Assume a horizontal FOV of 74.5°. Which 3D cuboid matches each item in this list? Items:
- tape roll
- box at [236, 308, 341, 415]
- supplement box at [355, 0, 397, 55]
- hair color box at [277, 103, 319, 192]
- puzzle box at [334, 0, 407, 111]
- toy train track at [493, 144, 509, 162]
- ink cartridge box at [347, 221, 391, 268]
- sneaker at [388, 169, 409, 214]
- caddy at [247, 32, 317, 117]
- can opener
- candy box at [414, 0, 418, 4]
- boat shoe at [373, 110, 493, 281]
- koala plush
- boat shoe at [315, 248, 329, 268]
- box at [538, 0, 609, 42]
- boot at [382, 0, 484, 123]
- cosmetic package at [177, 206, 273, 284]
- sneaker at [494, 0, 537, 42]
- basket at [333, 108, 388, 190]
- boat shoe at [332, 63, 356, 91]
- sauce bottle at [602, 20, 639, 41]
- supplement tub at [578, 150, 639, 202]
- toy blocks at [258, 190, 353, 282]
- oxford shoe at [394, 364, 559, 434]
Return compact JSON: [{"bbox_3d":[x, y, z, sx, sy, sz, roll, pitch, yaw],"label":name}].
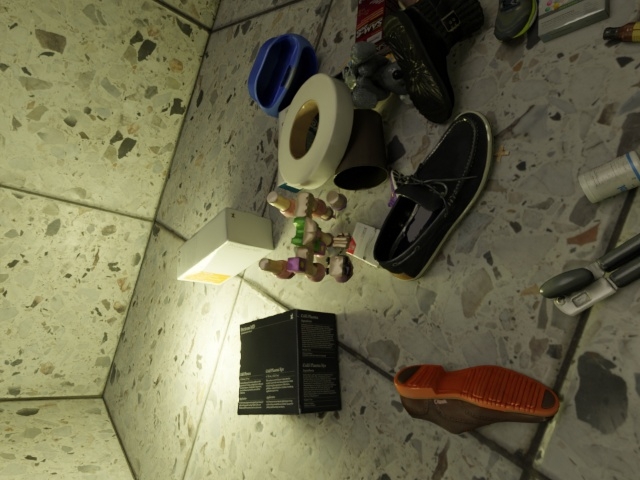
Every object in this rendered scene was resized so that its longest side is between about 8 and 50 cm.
[{"bbox_3d":[-0.029,-0.370,1.444,0.392,0.072,0.391,-22,64,54],"label":"tape roll"},{"bbox_3d":[-0.116,0.418,1.424,0.343,0.179,0.312,-22,63,43],"label":"box"},{"bbox_3d":[0.191,-0.749,1.443,0.130,0.073,0.239,-9,71,47],"label":"supplement box"},{"bbox_3d":[-0.082,-0.385,1.694,0.174,0.105,0.347,-19,65,44],"label":"hair color box"},{"bbox_3d":[0.191,-0.608,1.494,0.409,0.052,0.272,-44,50,31],"label":"puzzle box"},{"bbox_3d":[0.452,-0.230,1.104,0.083,0.014,0.048,12,88,50],"label":"toy train track"},{"bbox_3d":[0.166,0.015,1.317,0.150,0.063,0.109,27,100,49],"label":"ink cartridge box"},{"bbox_3d":[0.231,-0.137,1.291,0.071,0.068,0.169,-27,59,48],"label":"sneaker"},{"bbox_3d":[-0.157,-0.692,1.776,0.179,0.241,0.341,40,109,52],"label":"caddy"},{"bbox_3d":[0.577,0.053,0.821,0.280,0.093,0.074,-41,49,27],"label":"can opener"},{"bbox_3d":[0.382,-0.785,1.330,0.186,0.053,0.109,-57,44,22],"label":"candy box"},{"bbox_3d":[0.298,-0.119,1.139,0.187,0.156,0.500,41,109,49],"label":"boat shoe"},{"bbox_3d":[0.217,-0.511,1.317,0.221,0.203,0.196,-1,101,12],"label":"koala plush"},{"bbox_3d":[0.002,0.045,1.513,0.043,0.049,0.137,89,170,-64],"label":"boat shoe"},{"bbox_3d":[0.611,-0.599,1.020,0.145,0.038,0.186,-4,74,48],"label":"box"},{"bbox_3d":[0.360,-0.544,1.208,0.260,0.347,0.131,-34,18,-15],"label":"boot"},{"bbox_3d":[-0.433,0.042,1.870,0.453,0.230,0.161,-32,56,40],"label":"cosmetic package"},{"bbox_3d":[0.501,-0.669,1.102,0.111,0.121,0.299,3,81,50],"label":"sneaker"},{"bbox_3d":[0.138,-0.305,1.389,0.204,0.154,0.226,-18,61,51],"label":"basket"},{"bbox_3d":[0.106,-0.574,1.476,0.228,0.081,0.079,-14,68,46],"label":"boat shoe"},{"bbox_3d":[0.676,-0.445,0.895,0.128,0.042,0.042,31,102,48],"label":"sauce bottle"},{"bbox_3d":[0.599,-0.128,0.860,0.107,0.071,0.071,-30,57,41],"label":"supplement tub"},{"bbox_3d":[0.000,0.000,1.378,0.309,0.260,0.288,0,77,27],"label":"toy blocks"},{"bbox_3d":[0.355,0.376,0.975,0.364,0.130,0.132,-6,106,41],"label":"oxford shoe"}]
